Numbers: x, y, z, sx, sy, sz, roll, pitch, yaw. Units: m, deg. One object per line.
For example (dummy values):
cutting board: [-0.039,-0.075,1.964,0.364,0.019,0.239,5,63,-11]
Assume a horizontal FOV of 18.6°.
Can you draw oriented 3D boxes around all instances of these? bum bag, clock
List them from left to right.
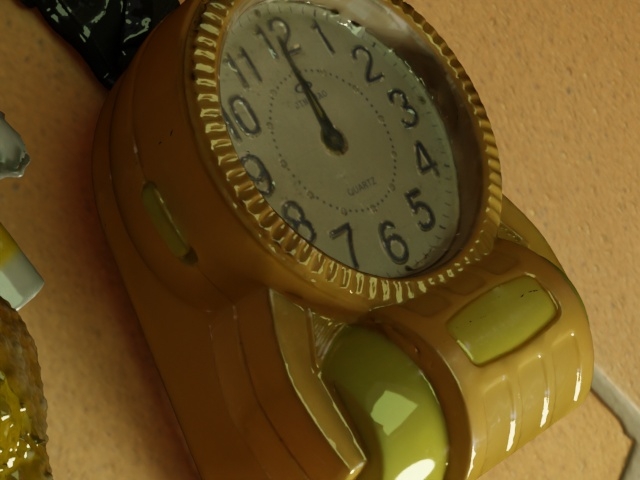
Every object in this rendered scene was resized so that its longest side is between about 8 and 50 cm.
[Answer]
bum bag: [-0.152,-0.177,1.155,0.198,0.049,0.087,49,53,-19]
clock: [0.000,0.000,1.124,0.244,0.200,0.317,-28,89,-48]

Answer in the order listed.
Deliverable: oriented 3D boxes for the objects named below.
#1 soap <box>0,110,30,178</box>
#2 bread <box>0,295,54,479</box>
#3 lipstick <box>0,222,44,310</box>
soap: [-0.325,-0.048,0.836,0.302,0.258,0.159,47,30,-31]
bread: [-0.217,0.117,0.879,0.195,0.176,0.246,14,62,-37]
lipstick: [-0.245,-0.065,1.016,0.264,0.059,0.059,54,46,-11]
